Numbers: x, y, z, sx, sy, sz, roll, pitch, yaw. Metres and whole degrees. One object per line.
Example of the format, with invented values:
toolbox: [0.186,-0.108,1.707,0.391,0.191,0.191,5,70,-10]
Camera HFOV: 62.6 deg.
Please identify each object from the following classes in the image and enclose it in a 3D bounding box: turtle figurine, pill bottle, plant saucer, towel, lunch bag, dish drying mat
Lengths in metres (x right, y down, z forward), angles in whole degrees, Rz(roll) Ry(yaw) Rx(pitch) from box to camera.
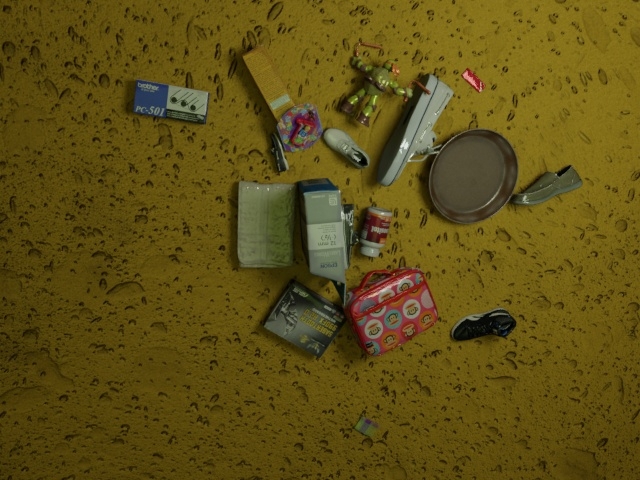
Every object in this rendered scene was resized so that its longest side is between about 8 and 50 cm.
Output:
turtle figurine: [0.173,-0.450,1.568,0.269,0.087,0.217,37,107,7]
pill bottle: [0.176,-0.028,1.708,0.086,0.086,0.152,10,103,-9]
plant saucer: [0.490,-0.208,1.706,0.310,0.050,0.310,-4,108,-11]
towel: [0.171,0.685,1.932,0.083,0.009,0.060,29,100,-12]
lunch bag: [0.225,0.214,1.745,0.293,0.120,0.258,-26,104,-13]
towel: [-0.173,-0.048,1.682,0.187,0.049,0.282,2,103,-9]
dish drying mat: [0.485,-0.505,1.662,0.083,0.008,0.032,38,98,-14]

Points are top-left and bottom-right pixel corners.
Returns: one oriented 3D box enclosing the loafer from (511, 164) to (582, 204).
loafer: [0.741,-0.184,1.741,0.251,0.094,0.087,-21,101,-11]

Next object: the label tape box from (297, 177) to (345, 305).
label tape box: [0.000,0.000,1.609,0.115,0.249,0.347,-4,105,-6]

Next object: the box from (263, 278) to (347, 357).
box: [-0.049,0.263,1.772,0.231,0.056,0.183,32,98,-13]

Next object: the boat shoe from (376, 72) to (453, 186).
boat shoe: [0.312,-0.317,1.637,0.156,0.136,0.367,25,91,-15]

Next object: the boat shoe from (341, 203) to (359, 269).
boat shoe: [0.090,-0.010,1.707,0.070,0.078,0.219,-5,103,-4]

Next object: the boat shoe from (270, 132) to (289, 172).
boat shoe: [-0.135,-0.271,1.630,0.038,0.046,0.125,-22,114,-6]

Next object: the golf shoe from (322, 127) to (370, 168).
golf shoe: [0.087,-0.288,1.631,0.176,0.086,0.069,34,99,-13]

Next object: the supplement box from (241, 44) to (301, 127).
supplement box: [-0.145,-0.456,1.563,0.080,0.078,0.233,-31,106,2]

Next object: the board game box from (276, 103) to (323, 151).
board game box: [-0.054,-0.327,1.580,0.133,0.033,0.168,-28,143,-7]

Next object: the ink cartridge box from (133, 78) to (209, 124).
ink cartridge box: [-0.439,-0.408,1.556,0.207,0.046,0.097,9,102,-9]

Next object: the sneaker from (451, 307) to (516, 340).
sneaker: [0.570,0.303,1.823,0.217,0.121,0.079,-23,105,-1]
